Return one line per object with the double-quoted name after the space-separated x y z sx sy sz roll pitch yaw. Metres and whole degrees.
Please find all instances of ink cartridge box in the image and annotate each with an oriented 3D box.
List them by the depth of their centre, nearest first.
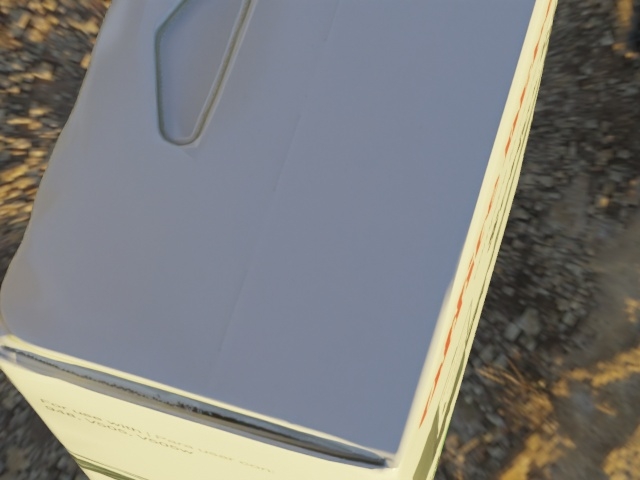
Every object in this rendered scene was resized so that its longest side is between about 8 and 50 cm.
0.000 0.000 0.426 0.087 0.208 0.153 16 72 8 "ink cartridge box"
